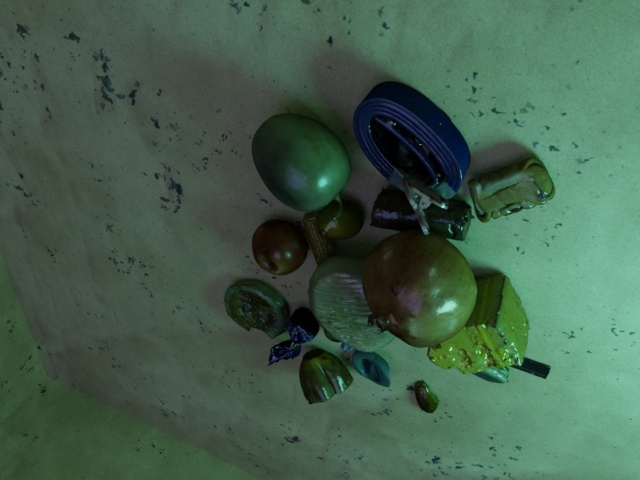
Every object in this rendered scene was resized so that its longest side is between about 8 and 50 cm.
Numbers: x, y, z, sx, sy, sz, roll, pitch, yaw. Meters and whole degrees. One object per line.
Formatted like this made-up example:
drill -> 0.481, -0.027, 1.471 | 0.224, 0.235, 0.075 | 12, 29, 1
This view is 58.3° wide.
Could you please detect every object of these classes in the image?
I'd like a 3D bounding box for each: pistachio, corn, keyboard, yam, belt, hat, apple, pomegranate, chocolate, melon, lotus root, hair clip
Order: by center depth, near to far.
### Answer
hair clip -> 0.254, -0.092, 1.510 | 0.138, 0.123, 0.102 | 28, 110, -9
belt -> 0.241, -0.258, 1.532 | 0.347, 0.117, 0.212 | 43, 134, -9
pomegranate -> 0.260, 0.144, 1.592 | 0.338, 0.338, 0.338 | 15, 133, 17
melon -> -0.051, -0.221, 1.632 | 0.272, 0.272, 0.308 | -24, 120, 41
yam -> 0.288, -0.077, 1.660 | 0.279, 0.131, 0.131 | 10, 131, 20
corn -> 0.000, 0.000, 1.916 | 0.080, 0.080, 0.238 | 3, 128, 27
keyboard -> 0.674, 0.412, 1.942 | 0.195, 0.018, 0.060 | 18, 128, 14
apple -> -0.144, 0.029, 1.961 | 0.201, 0.162, 0.201 | 14, 133, 16
hat -> 0.213, 0.487, 2.225 | 0.191, 0.078, 0.138 | 27, 130, 33
pistachio -> 0.414, 0.623, 2.244 | 0.089, 0.049, 0.173 | -1, 127, 29
chocolate -> -0.111, 0.407, 2.281 | 0.126, 0.148, 0.343 | 43, 133, 13
lotus root -> 0.009, 0.528, 2.302 | 0.199, 0.188, 0.180 | -11, 108, 37

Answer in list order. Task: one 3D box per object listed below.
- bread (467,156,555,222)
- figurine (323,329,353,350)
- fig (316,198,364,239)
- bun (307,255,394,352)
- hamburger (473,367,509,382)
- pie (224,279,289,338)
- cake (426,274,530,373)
bread -> 0.496, -0.135, 1.522 | 0.225, 0.081, 0.134 | -18, 112, 40
figurine -> 0.126, 0.317, 2.100 | 0.234, 0.127, 0.185 | 11, 125, 35
fig -> 0.060, -0.063, 1.804 | 0.153, 0.121, 0.136 | -26, 119, 14
bun -> 0.136, 0.189, 1.894 | 0.326, 0.234, 0.362 | -22, 112, 43
hamburger -> 0.580, 0.443, 1.970 | 0.140, 0.062, 0.133 | 23, 160, 1
pie -> -0.256, 0.277, 2.306 | 0.302, 0.067, 0.302 | 15, 133, 17
cake -> 0.468, 0.268, 1.780 | 0.286, 0.227, 0.222 | -13, 121, 37
